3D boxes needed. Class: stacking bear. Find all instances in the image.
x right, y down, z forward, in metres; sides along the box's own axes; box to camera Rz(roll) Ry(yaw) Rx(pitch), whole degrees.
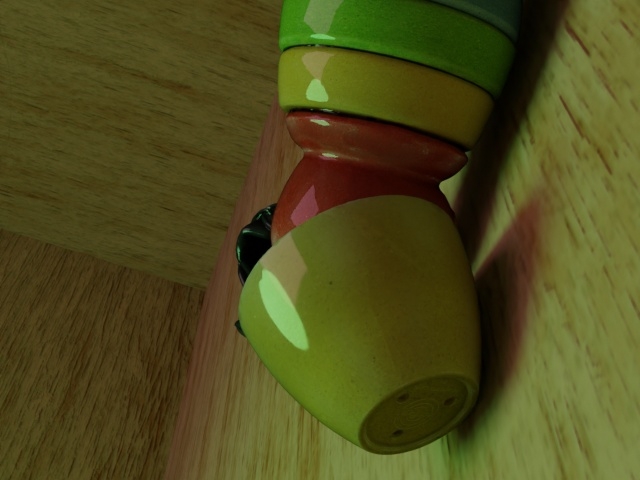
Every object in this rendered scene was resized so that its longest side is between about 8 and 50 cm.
[{"bbox_3d":[0.047,-0.097,0.647,0.175,0.164,0.289,-175,98,-81],"label":"stacking bear"}]

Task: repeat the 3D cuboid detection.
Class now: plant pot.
[{"bbox_3d":[0.033,0.056,0.543,0.095,0.134,0.134,64,142,40],"label":"plant pot"}]

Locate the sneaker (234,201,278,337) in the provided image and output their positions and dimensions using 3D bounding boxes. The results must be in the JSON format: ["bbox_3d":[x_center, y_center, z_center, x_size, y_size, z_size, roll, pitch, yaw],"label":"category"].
[{"bbox_3d":[0.000,0.000,0.804,0.286,0.130,0.109,-87,15,-64],"label":"sneaker"}]
